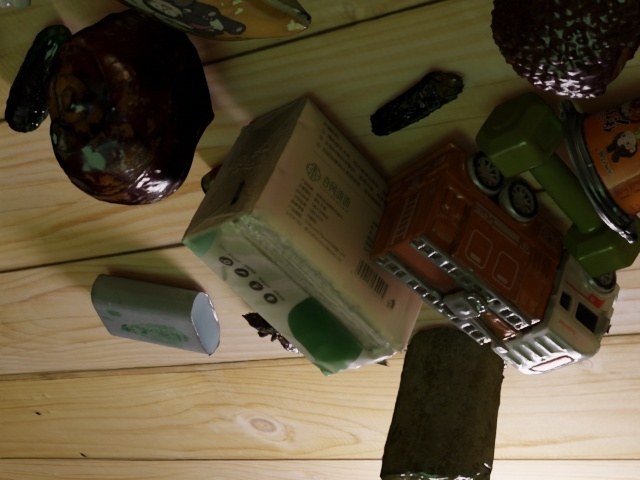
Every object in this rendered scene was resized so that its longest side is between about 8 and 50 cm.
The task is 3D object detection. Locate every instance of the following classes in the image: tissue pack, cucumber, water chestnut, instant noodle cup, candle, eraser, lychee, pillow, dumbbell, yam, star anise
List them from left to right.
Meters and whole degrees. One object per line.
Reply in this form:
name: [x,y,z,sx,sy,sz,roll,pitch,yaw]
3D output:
cucumber: [-0.450,-0.261,1.771,0.074,0.074,0.241,31,142,-11]
water chestnut: [-0.275,-0.193,1.618,0.244,0.289,0.289,-7,142,-7]
eraser: [-0.328,0.148,2.211,0.227,0.081,0.174,8,142,18]
pillow: [-0.193,-0.338,1.387,0.310,0.119,0.312,21,-178,-29]
candle: [-0.142,-0.111,1.813,0.052,0.052,0.131,39,140,-21]
star anise: [-0.073,0.176,2.130,0.124,0.056,0.129,-10,132,36]
tissue pack: [-0.001,0.000,1.696,0.194,0.266,0.356,-19,126,42]
cucumber: [0.131,-0.191,1.573,0.053,0.053,0.181,37,144,-19]
yam: [0.222,0.327,1.974,0.195,0.300,0.195,11,151,6]
dumbbell: [0.342,-0.075,1.550,0.302,0.121,0.108,44,162,-27]
lychee: [0.292,-0.264,1.298,0.188,0.188,0.188,14,143,11]
instant noodle cup: [0.412,-0.113,1.433,0.125,0.177,0.208,-26,109,30]

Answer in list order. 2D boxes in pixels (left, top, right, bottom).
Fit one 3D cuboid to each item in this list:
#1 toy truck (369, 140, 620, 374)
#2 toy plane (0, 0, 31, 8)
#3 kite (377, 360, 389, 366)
toy truck: [0.266,0.048,1.663,0.387,0.207,0.173,37,142,-19]
toy plane: [-0.518,-0.414,1.577,0.245,0.117,0.244,13,143,10]
kite: [0.062,0.191,2.118,0.159,0.010,0.190,-15,131,38]
